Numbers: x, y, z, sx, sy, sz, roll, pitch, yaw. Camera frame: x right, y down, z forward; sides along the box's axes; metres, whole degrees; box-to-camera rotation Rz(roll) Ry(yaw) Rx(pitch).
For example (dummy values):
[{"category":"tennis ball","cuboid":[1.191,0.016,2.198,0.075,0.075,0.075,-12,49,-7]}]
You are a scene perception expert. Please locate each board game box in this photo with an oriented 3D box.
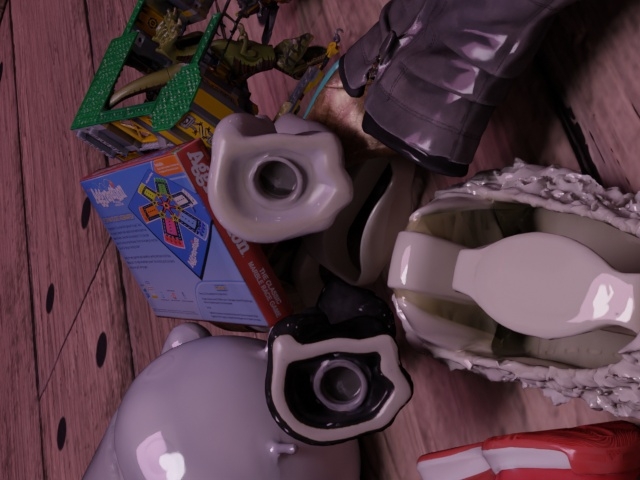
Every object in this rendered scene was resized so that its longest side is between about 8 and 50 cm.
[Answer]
[{"category":"board game box","cuboid":[-0.116,-0.001,1.046,0.145,0.027,0.281,61,159,-11]}]

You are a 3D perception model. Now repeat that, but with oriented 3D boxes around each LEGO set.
[{"category":"LEGO set","cuboid":[-0.051,-0.161,1.144,0.255,0.192,0.331,-14,52,48]}]

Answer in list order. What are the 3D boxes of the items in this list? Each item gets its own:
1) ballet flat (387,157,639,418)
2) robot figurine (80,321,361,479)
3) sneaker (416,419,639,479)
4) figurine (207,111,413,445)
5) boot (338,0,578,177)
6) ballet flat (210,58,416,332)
[{"category":"ballet flat","cuboid":[0.120,0.018,0.749,0.409,0.147,0.147,-173,91,-66]},{"category":"robot figurine","cuboid":[-0.094,0.214,1.060,0.353,0.199,0.300,-59,41,41]},{"category":"sneaker","cuboid":[0.130,0.178,0.764,0.221,0.087,0.128,137,127,-70]},{"category":"figurine","cuboid":[-0.002,0.009,0.892,0.209,0.092,0.215,-59,-47,-81]},{"category":"boot","cuboid":[0.122,-0.130,0.783,0.223,0.118,0.338,-63,18,15]},{"category":"ballet flat","cuboid":[0.000,0.000,1.063,0.342,0.116,0.124,-55,54,38]}]
